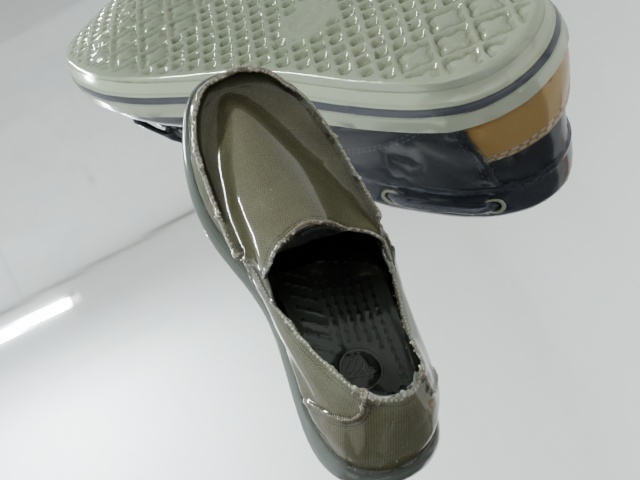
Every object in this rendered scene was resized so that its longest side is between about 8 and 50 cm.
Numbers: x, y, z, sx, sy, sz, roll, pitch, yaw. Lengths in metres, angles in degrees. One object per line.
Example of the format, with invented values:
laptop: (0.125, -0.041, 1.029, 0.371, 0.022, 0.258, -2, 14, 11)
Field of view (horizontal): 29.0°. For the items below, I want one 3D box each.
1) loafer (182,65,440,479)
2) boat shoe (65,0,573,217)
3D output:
loafer: (0.000, 0.000, 0.644, 0.094, 0.251, 0.087, -20, -24, -18)
boat shoe: (-0.021, -0.119, 0.943, 0.187, 0.500, 0.156, -52, -48, -23)
